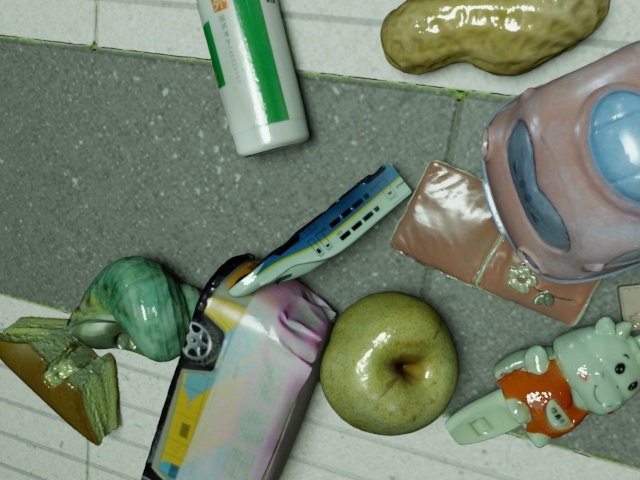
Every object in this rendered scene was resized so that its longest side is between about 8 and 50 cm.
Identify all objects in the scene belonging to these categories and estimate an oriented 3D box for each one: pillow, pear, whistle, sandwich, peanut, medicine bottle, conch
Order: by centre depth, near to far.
[{"bbox_3d":[0.171,-0.221,0.567,0.226,0.095,0.108,-1,98,19],"label":"peanut"},{"bbox_3d":[0.256,0.167,0.626,0.253,0.106,0.101,-32,74,21],"label":"whistle"},{"bbox_3d":[0.204,0.002,0.635,0.232,0.043,0.126,24,108,13],"label":"pillow"},{"bbox_3d":[-0.085,-0.233,0.649,0.095,0.095,0.260,-10,100,20],"label":"medicine bottle"},{"bbox_3d":[0.080,0.142,0.652,0.167,0.136,0.167,0,88,-8],"label":"pear"},{"bbox_3d":[-0.244,0.101,0.763,0.188,0.122,0.176,17,128,16],"label":"conch"},{"bbox_3d":[-0.390,0.195,0.846,0.244,0.090,0.088,44,114,4],"label":"sandwich"}]

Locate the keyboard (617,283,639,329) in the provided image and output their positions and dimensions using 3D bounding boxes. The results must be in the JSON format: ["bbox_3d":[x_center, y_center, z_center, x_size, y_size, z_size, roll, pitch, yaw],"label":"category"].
[{"bbox_3d":[0.414,0.064,0.595,0.166,0.017,0.055,-10,94,20],"label":"keyboard"}]

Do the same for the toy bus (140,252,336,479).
[{"bbox_3d":[-0.104,0.218,0.725,0.162,0.171,0.386,22,106,7],"label":"toy bus"}]

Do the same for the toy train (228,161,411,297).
[{"bbox_3d":[0.000,0.000,0.630,0.234,0.052,0.051,-40,91,-14],"label":"toy train"}]

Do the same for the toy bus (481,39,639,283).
[{"bbox_3d":[0.288,-0.081,0.464,0.294,0.232,0.197,-18,84,14],"label":"toy bus"}]
